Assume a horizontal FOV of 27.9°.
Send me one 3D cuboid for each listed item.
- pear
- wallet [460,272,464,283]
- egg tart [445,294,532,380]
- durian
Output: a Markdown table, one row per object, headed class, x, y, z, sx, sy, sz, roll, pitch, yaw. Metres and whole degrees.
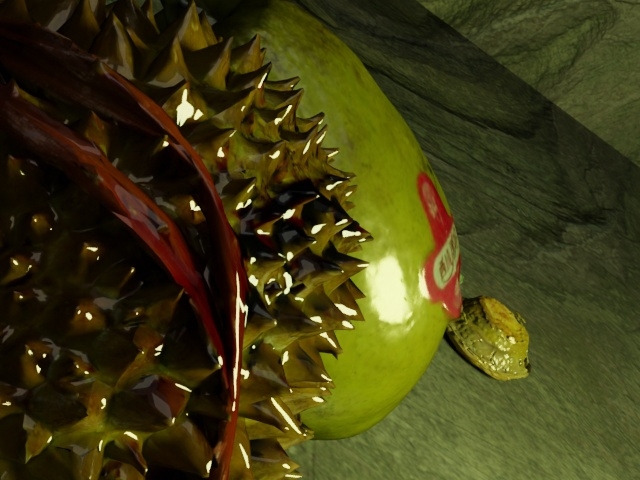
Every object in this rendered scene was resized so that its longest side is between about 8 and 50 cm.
| class | x | y | z | sx | sy | sz | roll | pitch | yaw |
| --- | --- | --- | --- | --- | --- | --- | --- | --- | --- |
| pear | -0.048 | -0.027 | 0.956 | 0.287 | 0.287 | 0.375 | -89 | 161 | -63 |
| wallet | -0.001 | 0.002 | 1.217 | 0.236 | 0.160 | 0.055 | 27 | 66 | -29 |
| egg tart | 0.191 | 0.102 | 1.451 | 0.130 | 0.052 | 0.130 | 31 | 24 | -16 |
| durian | -0.137 | 0.036 | 0.647 | 0.348 | 0.347 | 0.384 | 34 | 19 | -15 |
